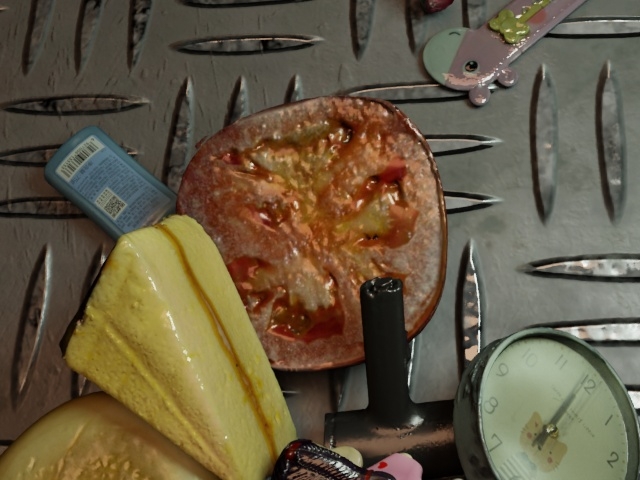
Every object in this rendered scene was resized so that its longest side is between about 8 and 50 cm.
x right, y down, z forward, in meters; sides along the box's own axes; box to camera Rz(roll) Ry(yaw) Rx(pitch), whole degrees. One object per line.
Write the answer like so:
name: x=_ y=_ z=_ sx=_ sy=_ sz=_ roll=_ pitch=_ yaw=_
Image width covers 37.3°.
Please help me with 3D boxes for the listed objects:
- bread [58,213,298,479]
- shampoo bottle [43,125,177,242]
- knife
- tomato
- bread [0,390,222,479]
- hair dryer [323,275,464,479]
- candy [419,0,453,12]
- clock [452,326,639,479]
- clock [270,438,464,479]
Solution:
bread: x=-0.114 y=0.111 z=1.012 sx=0.264 sy=0.168 sz=0.163 roll=34 pitch=111 yaw=9
shampoo bottle: x=-0.248 y=-0.045 z=1.246 sx=0.258 sy=0.061 sz=0.104 roll=39 pitch=78 yaw=22
knife: x=0.313 y=-0.332 z=1.280 sx=0.399 sy=0.038 sz=0.132 roll=-38 pitch=69 yaw=-8
tomato: x=0.002 y=-0.006 z=1.126 sx=0.338 sy=0.144 sz=0.338 roll=1 pitch=93 yaw=17
bread: x=-0.234 y=0.327 z=1.033 sx=0.333 sy=0.160 sz=0.333 roll=-4 pitch=65 yaw=8
hair dryer: x=0.084 y=0.154 z=1.022 sx=0.197 sy=0.251 sz=0.089 roll=-7 pitch=25 yaw=6
candy: x=0.151 y=-0.362 z=1.286 sx=0.043 sy=0.103 sz=0.103 roll=-16 pitch=66 yaw=3
clock: x=0.243 y=0.202 z=0.995 sx=0.226 sy=0.049 sz=0.226 roll=11 pitch=65 yaw=-24
clock: x=0.039 y=0.293 z=0.983 sx=0.196 sy=0.194 sz=0.100 roll=17 pitch=43 yaw=7
